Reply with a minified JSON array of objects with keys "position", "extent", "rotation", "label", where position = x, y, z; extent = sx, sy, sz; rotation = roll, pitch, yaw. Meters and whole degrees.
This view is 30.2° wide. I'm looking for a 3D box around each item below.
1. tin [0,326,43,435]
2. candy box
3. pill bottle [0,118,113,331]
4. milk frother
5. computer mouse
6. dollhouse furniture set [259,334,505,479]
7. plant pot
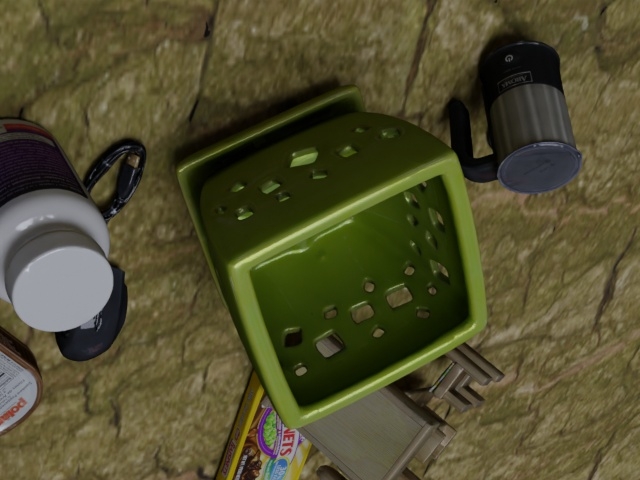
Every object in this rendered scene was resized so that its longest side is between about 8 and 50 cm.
[{"position":[-0.342,0.121,1.117],"extent":[0.106,0.040,0.189],"rotation":[-38,133,4],"label":"tin"},{"position":[-0.051,0.218,1.365],"extent":[0.105,0.027,0.206],"rotation":[-1,122,-35],"label":"candy box"},{"position":[-0.237,-0.012,0.975],"extent":[0.108,0.193,0.108],"rotation":[-16,128,-21],"label":"pill bottle"},{"position":[0.214,-0.104,1.218],"extent":[0.129,0.134,0.143],"rotation":[-30,138,35],"label":"milk frother"},{"position":[-0.203,0.018,1.122],"extent":[0.071,0.041,0.242],"rotation":[0,121,-30],"label":"computer mouse"},{"position":[0.063,0.186,1.341],"extent":[0.212,0.161,0.242],"rotation":[-53,162,8],"label":"dollhouse furniture set"},{"position":[0.000,0.000,1.117],"extent":[0.228,0.207,0.227],"rotation":[-27,132,-12],"label":"plant pot"}]
